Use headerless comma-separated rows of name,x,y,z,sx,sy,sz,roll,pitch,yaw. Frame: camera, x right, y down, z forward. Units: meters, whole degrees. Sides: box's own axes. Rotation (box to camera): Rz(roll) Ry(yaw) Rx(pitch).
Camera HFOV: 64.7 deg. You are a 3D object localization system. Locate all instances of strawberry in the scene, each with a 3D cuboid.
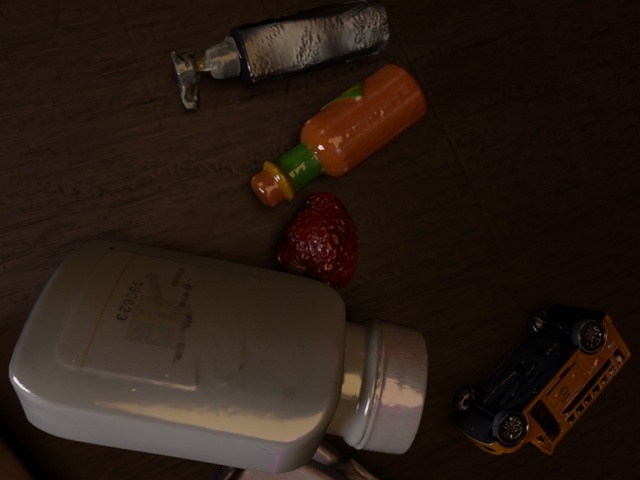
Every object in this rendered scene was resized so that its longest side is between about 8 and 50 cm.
strawberry,0.000,0.000,0.492,0.083,0.083,0.096,3,84,-15

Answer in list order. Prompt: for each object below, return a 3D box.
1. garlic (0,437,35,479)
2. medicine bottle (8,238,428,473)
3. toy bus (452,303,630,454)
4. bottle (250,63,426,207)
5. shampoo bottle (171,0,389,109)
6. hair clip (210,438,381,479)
garlic,-0.301,0.210,0.403,0.164,0.145,0.245,-36,100,-44
medicine bottle,-0.069,0.096,0.417,0.296,0.111,0.161,10,44,-5
toy bus,0.241,0.160,0.553,0.194,0.083,0.088,-43,102,-11
bottle,0.015,-0.097,0.495,0.187,0.069,0.069,-38,100,-12
shampoo bottle,-0.038,-0.182,0.486,0.207,0.057,0.063,-19,103,-12
hair clip,0.039,0.276,0.500,0.331,0.101,0.085,39,78,-14
